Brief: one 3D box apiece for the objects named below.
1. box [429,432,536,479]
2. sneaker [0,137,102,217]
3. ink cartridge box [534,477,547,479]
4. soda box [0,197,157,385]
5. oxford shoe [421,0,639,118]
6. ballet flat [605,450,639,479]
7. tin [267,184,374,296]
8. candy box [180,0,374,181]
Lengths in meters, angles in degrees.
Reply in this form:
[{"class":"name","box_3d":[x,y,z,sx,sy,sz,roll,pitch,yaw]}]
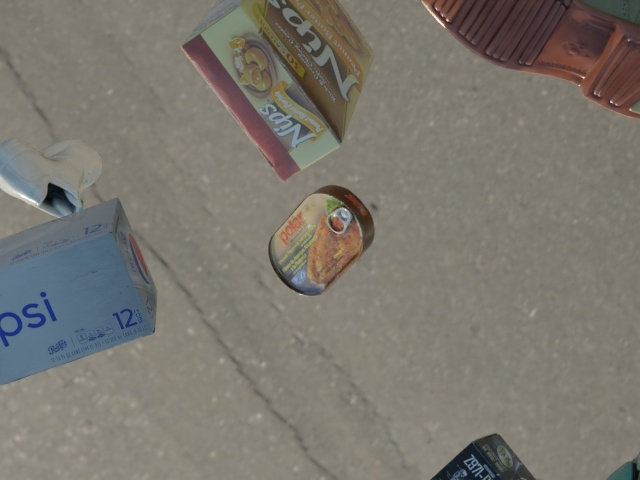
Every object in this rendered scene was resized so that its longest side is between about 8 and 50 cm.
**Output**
[{"class":"box","box_3d":[0.184,0.325,1.457,0.147,0.077,0.180,-47,69,21]},{"class":"sneaker","box_3d":[-0.298,-0.062,1.546,0.094,0.212,0.080,42,105,12]},{"class":"ink cartridge box","box_3d":[0.281,0.472,1.779,0.198,0.197,0.270,17,133,-27]},{"class":"soda box","box_3d":[-0.284,0.064,1.116,0.286,0.091,0.098,-20,110,3]},{"class":"oxford shoe","box_3d":[0.275,-0.285,1.641,0.397,0.147,0.140,29,130,-11]},{"class":"ballet flat","box_3d":[0.405,0.290,1.633,0.086,0.086,0.248,34,132,10]},{"class":"tin","box_3d":[0.000,0.000,1.778,0.106,0.040,0.190,45,136,1]},{"class":"candy box","box_3d":[-0.038,-0.215,1.528,0.087,0.316,0.183,-31,107,21]}]
